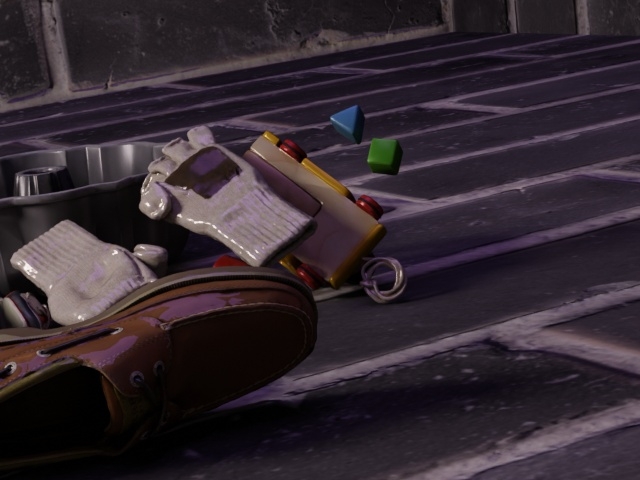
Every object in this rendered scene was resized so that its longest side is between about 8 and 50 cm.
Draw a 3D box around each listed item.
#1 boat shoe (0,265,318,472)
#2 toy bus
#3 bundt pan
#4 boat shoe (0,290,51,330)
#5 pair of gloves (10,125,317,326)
[{"bbox_3d":[-0.141,0.106,1.211,0.307,0.110,0.104,-16,27,-8],"label":"boat shoe"},{"bbox_3d":[-0.005,-0.011,1.641,0.191,0.202,0.104,-8,-23,12],"label":"toy bus"},{"bbox_3d":[-0.283,-0.015,1.791,0.331,0.124,0.331,-6,11,1],"label":"bundt pan"},{"bbox_3d":[-0.268,0.071,1.565,0.043,0.049,0.137,-9,7,-19],"label":"boat shoe"},{"bbox_3d":[-0.149,-0.003,1.559,0.240,0.042,0.204,-33,42,-15],"label":"pair of gloves"}]
